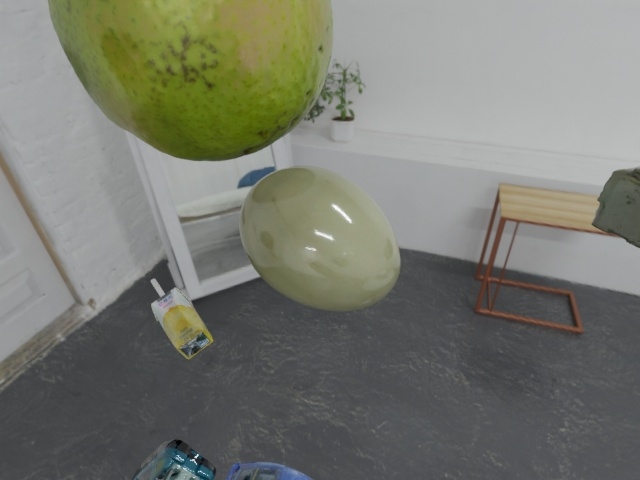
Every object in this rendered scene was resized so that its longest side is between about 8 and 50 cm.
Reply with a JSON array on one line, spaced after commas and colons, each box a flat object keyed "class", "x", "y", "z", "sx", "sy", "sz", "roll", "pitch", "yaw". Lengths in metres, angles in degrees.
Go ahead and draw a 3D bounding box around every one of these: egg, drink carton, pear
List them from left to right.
[{"class": "drink carton", "x": -0.323, "y": 0.165, "z": 0.919, "sx": 0.084, "sy": 0.074, "sz": 0.200, "roll": -37, "pitch": 54, "yaw": -14}, {"class": "pear", "x": -0.153, "y": -0.307, "z": 0.546, "sx": 0.391, "sy": 0.391, "sz": 0.391, "roll": -2, "pitch": 37, "yaw": 2}, {"class": "egg", "x": 0.000, "y": 0.000, "z": 0.580, "sx": 0.242, "sy": 0.186, "sz": 0.186, "roll": 37, "pitch": 46, "yaw": 3}]

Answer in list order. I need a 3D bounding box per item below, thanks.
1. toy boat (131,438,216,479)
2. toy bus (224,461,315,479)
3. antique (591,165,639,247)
[{"class": "toy boat", "x": -0.340, "y": 0.537, "z": 0.869, "sx": 0.134, "sy": 0.299, "sz": 0.092, "roll": 37, "pitch": 32, "yaw": -5}, {"class": "toy bus", "x": 0.029, "y": 0.255, "z": 0.328, "sx": 0.236, "sy": 0.094, "sz": 0.079, "roll": 37, "pitch": 40, "yaw": -16}, {"class": "antique", "x": 0.612, "y": -0.021, "z": 0.656, "sx": 0.150, "sy": 0.125, "sz": 0.284, "roll": 1, "pitch": 28, "yaw": -15}]
